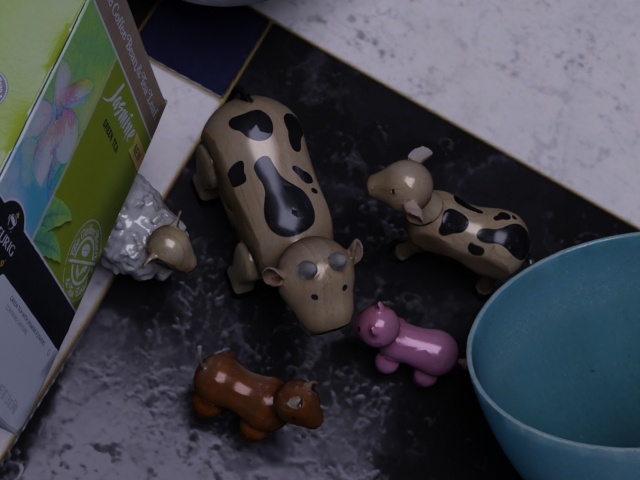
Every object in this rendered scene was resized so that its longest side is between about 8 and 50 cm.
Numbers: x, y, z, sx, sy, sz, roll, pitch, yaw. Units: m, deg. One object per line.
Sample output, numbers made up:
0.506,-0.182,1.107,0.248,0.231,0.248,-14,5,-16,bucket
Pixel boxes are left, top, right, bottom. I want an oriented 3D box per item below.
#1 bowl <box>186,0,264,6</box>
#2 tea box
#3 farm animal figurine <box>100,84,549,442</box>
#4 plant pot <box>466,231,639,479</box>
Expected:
-0.101,-0.335,1.308,0.297,0.134,0.298,5,68,-12,bowl
-0.341,-0.070,1.059,0.328,0.220,0.324,15,67,14,tea box
0.000,0.000,1.184,0.330,0.172,0.327,-34,80,-22,farm animal figurine
0.282,0.150,1.141,0.290,0.195,0.290,-12,31,7,plant pot
